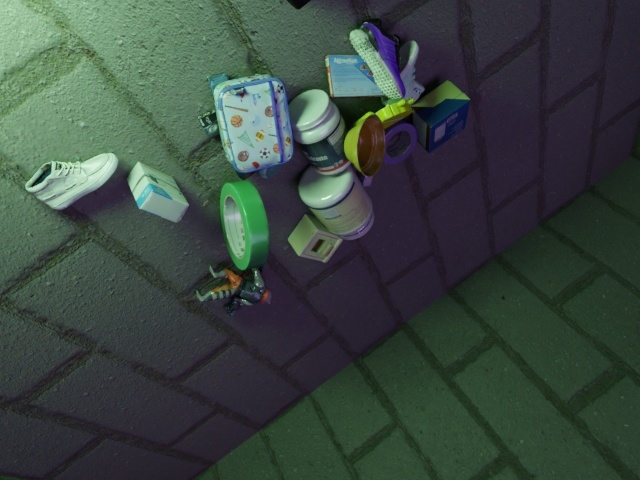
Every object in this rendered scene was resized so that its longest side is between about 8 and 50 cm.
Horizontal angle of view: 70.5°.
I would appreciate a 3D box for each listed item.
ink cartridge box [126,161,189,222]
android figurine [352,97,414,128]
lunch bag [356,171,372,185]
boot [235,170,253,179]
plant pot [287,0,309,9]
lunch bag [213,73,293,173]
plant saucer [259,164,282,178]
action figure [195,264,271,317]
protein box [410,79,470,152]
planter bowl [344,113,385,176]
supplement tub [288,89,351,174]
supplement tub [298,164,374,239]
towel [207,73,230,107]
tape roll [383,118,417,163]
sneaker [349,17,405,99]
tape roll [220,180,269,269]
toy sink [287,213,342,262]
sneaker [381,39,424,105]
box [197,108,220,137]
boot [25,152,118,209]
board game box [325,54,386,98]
[{"bbox_3d":[-0.533,-0.157,1.478,0.139,0.191,0.082,25,110,-47],"label":"ink cartridge box"},{"bbox_3d":[0.236,-0.463,1.727,0.248,0.056,0.272,-25,180,-43],"label":"android figurine"},{"bbox_3d":[0.193,-0.289,1.971,0.053,0.071,0.083,-7,134,-26],"label":"lunch bag"},{"bbox_3d":[-0.263,-0.334,1.618,0.106,0.082,0.219,-38,141,-35],"label":"boot"},{"bbox_3d":[-0.073,-0.768,1.254,0.187,0.188,0.167,-40,151,2],"label":"plant pot"},{"bbox_3d":[-0.207,-0.385,1.474,0.243,0.115,0.304,-16,122,-18],"label":"lunch bag"},{"bbox_3d":[-0.182,-0.278,1.714,0.119,0.021,0.119,-44,160,-20],"label":"plant saucer"},{"bbox_3d":[-0.369,0.245,1.995,0.330,0.179,0.341,10,120,-30],"label":"action figure"},{"bbox_3d":[0.492,-0.511,1.888,0.199,0.136,0.201,-35,158,-3],"label":"protein box"},{"bbox_3d":[0.145,-0.339,1.618,0.217,0.090,0.217,-24,119,-53],"label":"planter bowl"},{"bbox_3d":[0.004,-0.387,1.649,0.191,0.191,0.272,-38,140,1],"label":"supplement tub"},{"bbox_3d":[0.078,-0.165,1.879,0.235,0.235,0.325,-39,140,2],"label":"supplement tub"},{"bbox_3d":[-0.316,-0.474,1.462,0.067,0.029,0.120,-24,137,-16],"label":"towel"},{"bbox_3d":[0.311,-0.425,1.922,0.188,0.080,0.189,-21,138,-20],"label":"tape roll"},{"bbox_3d":[0.240,-0.644,1.592,0.146,0.102,0.293,-44,115,-12],"label":"sneaker"},{"bbox_3d":[-0.282,-0.055,1.654,0.077,0.321,0.321,-11,133,-26],"label":"tape roll"},{"bbox_3d":[0.000,0.000,2.058,0.234,0.131,0.153,17,117,-45],"label":"toy sink"},{"bbox_3d":[0.344,-0.634,1.736,0.151,0.094,0.256,-3,139,-26],"label":"sneaker"},{"bbox_3d":[-0.360,-0.388,1.508,0.067,0.018,0.083,-21,139,1],"label":"box"},{"bbox_3d":[-0.745,-0.199,1.357,0.258,0.095,0.123,-37,147,1],"label":"boot"},{"bbox_3d":[0.152,-0.590,1.634,0.281,0.027,0.145,-11,98,-28],"label":"board game box"}]
